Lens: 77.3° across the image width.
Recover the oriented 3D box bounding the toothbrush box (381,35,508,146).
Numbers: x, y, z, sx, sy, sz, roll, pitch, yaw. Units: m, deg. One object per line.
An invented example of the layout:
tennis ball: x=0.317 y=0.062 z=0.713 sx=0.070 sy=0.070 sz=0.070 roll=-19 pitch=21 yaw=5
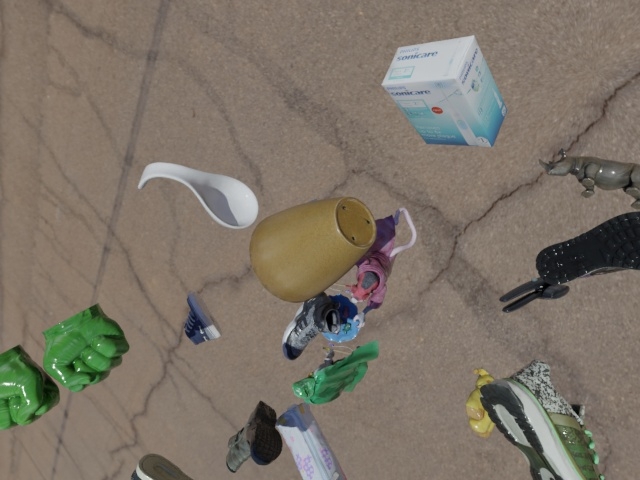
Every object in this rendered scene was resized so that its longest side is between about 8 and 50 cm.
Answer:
toothbrush box: x=0.342 y=-0.387 z=1.083 sx=0.217 sy=0.296 sz=0.126 roll=17 pitch=78 yaw=43

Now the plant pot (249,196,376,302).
plant pot: x=0.000 y=0.000 z=0.927 sx=0.254 sy=0.237 sz=0.237 roll=-30 pitch=91 yaw=47

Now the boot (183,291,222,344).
boot: x=-0.354 y=0.228 z=1.133 sx=0.069 sy=0.086 sz=0.189 roll=-121 pitch=10 yaw=-51

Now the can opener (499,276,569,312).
can opener: x=0.489 y=0.121 z=0.934 sx=0.073 sy=0.186 sz=0.059 roll=147 pitch=111 yaw=-68

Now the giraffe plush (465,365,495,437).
giraffe plush: x=0.553 y=0.490 z=1.200 sx=0.171 sy=0.210 sz=0.181 roll=0 pitch=146 yaw=37

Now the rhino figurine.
rhino figurine: x=0.654 y=-0.160 z=0.964 sx=0.244 sy=0.106 sz=0.073 roll=20 pitch=151 yaw=21

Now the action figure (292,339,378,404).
action figure: x=0.024 y=0.265 z=0.787 sx=0.064 sy=0.232 sz=0.137 roll=26 pitch=102 yaw=31

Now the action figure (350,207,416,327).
action figure: x=0.179 y=0.091 z=1.236 sx=0.276 sy=0.370 sz=0.247 roll=-27 pitch=102 yaw=22

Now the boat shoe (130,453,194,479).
boat shoe: x=-0.259 y=0.503 z=0.749 sx=0.233 sy=0.084 sz=0.079 roll=32 pitch=92 yaw=10

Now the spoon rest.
spoon rest: x=-0.271 y=-0.111 z=0.937 sx=0.084 sy=0.277 sz=0.137 roll=-38 pitch=41 yaw=50

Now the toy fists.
toy fists: x=-0.509 y=0.245 z=0.751 sx=0.142 sy=0.279 sz=0.096 roll=62 pitch=161 yaw=-7

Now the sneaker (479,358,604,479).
sneaker: x=0.526 y=0.431 z=0.838 sx=0.410 sy=0.182 sz=0.158 roll=57 pitch=161 yaw=1

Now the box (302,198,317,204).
box: x=-0.057 y=-0.039 z=1.601 sx=0.181 sy=0.181 sz=0.119 roll=61 pitch=163 yaw=12

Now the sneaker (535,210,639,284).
sneaker: x=0.583 y=0.013 z=0.782 sx=0.283 sy=0.124 sz=0.107 roll=-29 pitch=67 yaw=59

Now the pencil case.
pencil case: x=-0.022 y=0.594 z=1.109 sx=0.273 sy=0.114 sz=0.124 roll=54 pitch=170 yaw=35

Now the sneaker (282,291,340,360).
sneaker: x=-0.026 y=0.307 z=1.371 sx=0.153 sy=0.101 sz=0.268 roll=22 pitch=83 yaw=51

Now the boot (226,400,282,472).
boot: x=-0.181 y=0.545 z=1.042 sx=0.083 sy=0.246 sz=0.161 roll=38 pitch=89 yaw=-9

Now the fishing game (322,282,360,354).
fishing game: x=0.055 y=0.281 z=1.446 sx=0.189 sy=0.041 sz=0.263 roll=8 pitch=99 yaw=29
